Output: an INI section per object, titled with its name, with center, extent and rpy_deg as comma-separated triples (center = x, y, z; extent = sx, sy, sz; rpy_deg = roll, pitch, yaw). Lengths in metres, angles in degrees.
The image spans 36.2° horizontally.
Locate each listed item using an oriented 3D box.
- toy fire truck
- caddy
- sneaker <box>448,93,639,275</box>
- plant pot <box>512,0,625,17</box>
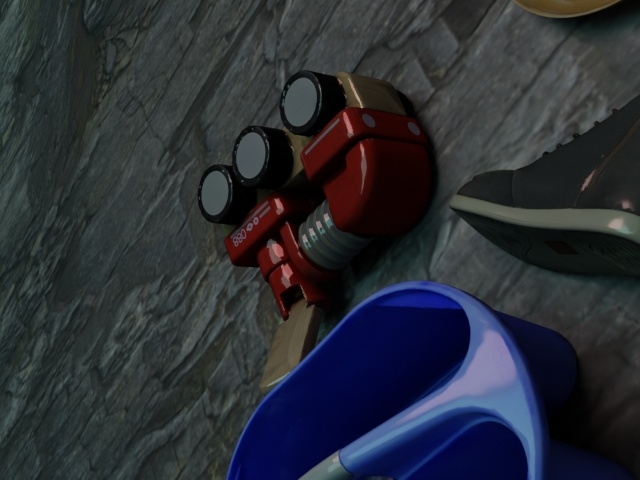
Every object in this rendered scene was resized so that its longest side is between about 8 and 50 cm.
[toy fire truck]
center = 0.000, 0.000, 0.869
extent = 0.217, 0.158, 0.246
rpy_deg = -41, 59, 37
[caddy]
center = 0.050, 0.183, 0.692
extent = 0.341, 0.179, 0.241
rpy_deg = -48, 45, 32
[sneaker]
center = 0.188, -0.044, 0.692
extent = 0.118, 0.083, 0.222
rpy_deg = -59, 27, -10
[plant pot]
center = 0.225, -0.280, 0.749
extent = 0.236, 0.032, 0.236
rpy_deg = -22, 62, 48
